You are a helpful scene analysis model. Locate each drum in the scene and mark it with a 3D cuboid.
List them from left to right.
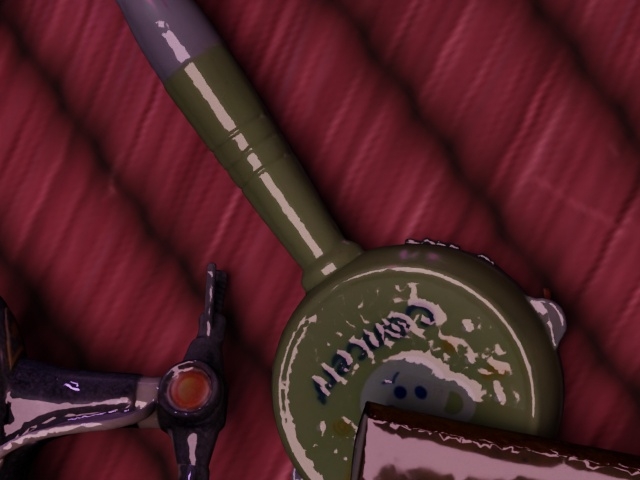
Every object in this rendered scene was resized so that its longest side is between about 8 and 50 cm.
[{"bbox_3d":[-0.013,0.016,0.759,0.253,0.049,0.130,41,106,9],"label":"drum"}]

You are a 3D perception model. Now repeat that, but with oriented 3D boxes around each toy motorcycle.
[{"bbox_3d":[-0.092,0.134,0.780,0.157,0.091,0.263,-14,93,10],"label":"toy motorcycle"}]

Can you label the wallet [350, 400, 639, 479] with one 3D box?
[{"bbox_3d":[0.128,0.146,0.707,0.255,0.031,0.137,11,106,5],"label":"wallet"}]
